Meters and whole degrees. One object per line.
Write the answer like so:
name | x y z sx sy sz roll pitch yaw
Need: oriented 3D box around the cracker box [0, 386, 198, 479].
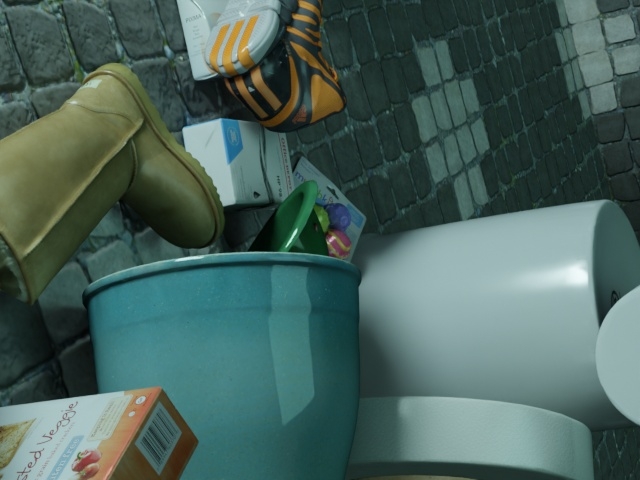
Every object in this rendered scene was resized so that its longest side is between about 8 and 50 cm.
cracker box | -0.226 0.197 0.823 0.067 0.232 0.156 61 34 -27

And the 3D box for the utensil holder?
utensil holder | 0.239 0.123 1.513 0.327 0.385 0.328 26 59 -54

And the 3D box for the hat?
hat | 0.005 0.063 1.280 0.183 0.173 0.208 34 76 -13

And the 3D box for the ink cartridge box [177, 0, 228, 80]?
ink cartridge box | -0.122 -0.292 1.367 0.145 0.045 0.179 -16 97 -61

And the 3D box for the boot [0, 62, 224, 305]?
boot | -0.224 -0.024 1.061 0.236 0.089 0.269 55 36 -19

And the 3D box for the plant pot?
plant pot | -0.081 0.167 1.033 0.271 0.271 0.255 17 63 -58

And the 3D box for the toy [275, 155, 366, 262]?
toy | 0.000 0.000 1.441 0.137 0.056 0.237 44 47 -22

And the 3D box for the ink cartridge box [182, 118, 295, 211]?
ink cartridge box | -0.087 -0.091 1.340 0.180 0.060 0.104 -5 84 -61

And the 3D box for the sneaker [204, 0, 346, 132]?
sneaker | -0.036 -0.259 1.367 0.180 0.124 0.321 54 43 -37

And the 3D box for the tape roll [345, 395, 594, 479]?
tape roll | 0.119 0.258 1.254 0.392 0.392 0.072 32 53 -52

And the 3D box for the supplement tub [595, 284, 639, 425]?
supplement tub | 0.446 0.136 1.283 0.272 0.191 0.191 8 74 -59
